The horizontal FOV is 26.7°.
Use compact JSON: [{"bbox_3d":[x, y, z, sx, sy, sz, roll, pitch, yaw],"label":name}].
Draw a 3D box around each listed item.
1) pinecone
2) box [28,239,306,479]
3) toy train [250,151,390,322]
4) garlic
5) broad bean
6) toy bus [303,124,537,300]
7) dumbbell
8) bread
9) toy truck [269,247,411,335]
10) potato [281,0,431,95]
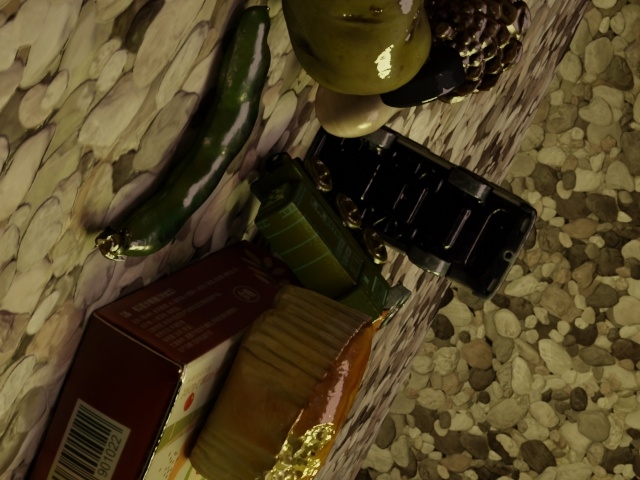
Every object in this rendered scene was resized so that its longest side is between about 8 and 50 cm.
[{"bbox_3d":[0.164,-0.281,1.699,0.207,0.208,0.207,-56,166,-21],"label":"pinecone"},{"bbox_3d":[-0.180,0.209,1.576,0.344,0.122,0.385,-66,166,20],"label":"box"},{"bbox_3d":[0.000,0.000,1.632,0.090,0.225,0.137,-29,-160,26],"label":"toy train"},{"bbox_3d":[0.057,-0.175,1.592,0.174,0.124,0.099,-48,129,-40],"label":"garlic"},{"bbox_3d":[-0.121,-0.089,1.322,0.292,0.049,0.144,-57,165,-13],"label":"broad bean"},{"bbox_3d":[0.134,-0.051,1.814,0.143,0.305,0.179,-63,169,8],"label":"toy bus"},{"bbox_3d":[0.088,-0.249,1.471,0.100,0.100,0.191,-45,123,-49],"label":"dumbbell"},{"bbox_3d":[-0.036,0.177,1.504,0.250,0.133,0.179,-62,170,3],"label":"bread"},{"bbox_3d":[-0.009,0.108,1.906,0.207,0.173,0.387,-53,171,6],"label":"toy truck"},{"bbox_3d":[0.033,-0.237,1.345,0.137,0.154,0.200,-17,143,-4],"label":"potato"}]
